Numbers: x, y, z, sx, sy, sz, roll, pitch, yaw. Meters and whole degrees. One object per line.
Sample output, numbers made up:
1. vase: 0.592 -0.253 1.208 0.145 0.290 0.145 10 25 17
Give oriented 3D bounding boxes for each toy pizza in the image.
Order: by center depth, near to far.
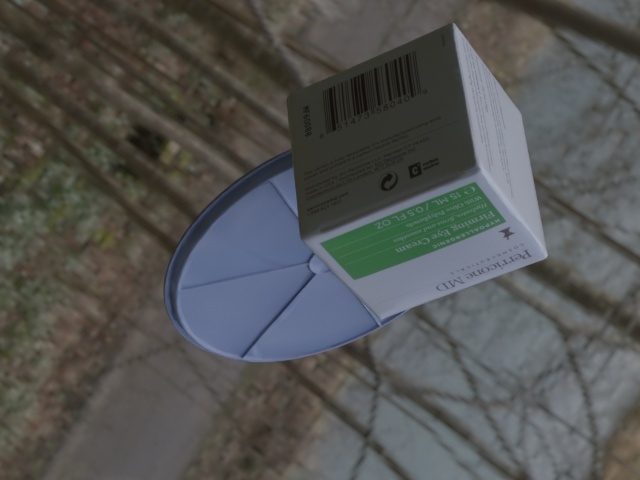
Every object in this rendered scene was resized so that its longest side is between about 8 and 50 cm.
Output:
1. toy pizza: 0.000 0.000 0.976 0.201 0.032 0.201 -17 143 -13

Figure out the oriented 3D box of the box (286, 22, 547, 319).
1. box: 0.048 -0.034 0.834 0.101 0.102 0.087 -22 140 20
